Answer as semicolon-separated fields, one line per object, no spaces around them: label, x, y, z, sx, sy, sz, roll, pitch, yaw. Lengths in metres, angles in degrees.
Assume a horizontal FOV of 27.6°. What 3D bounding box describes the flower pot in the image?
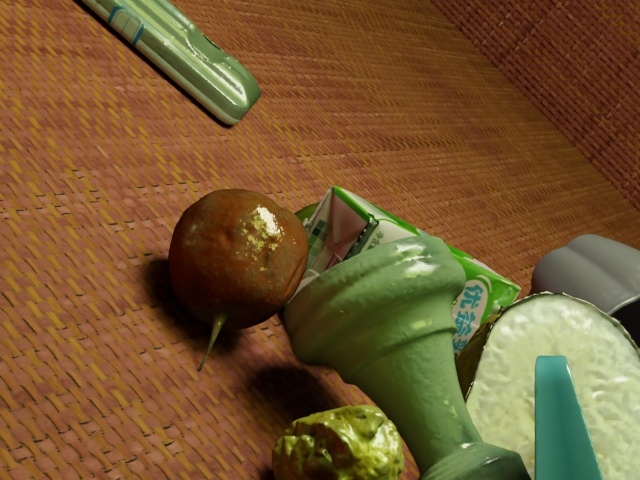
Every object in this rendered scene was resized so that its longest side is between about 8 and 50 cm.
flower pot;0.440;0.127;1.976;0.265;0.265;0.243;29;10;-32

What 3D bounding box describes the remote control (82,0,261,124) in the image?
remote control;-0.222;-0.296;1.815;0.335;0.065;0.128;41;19;-7

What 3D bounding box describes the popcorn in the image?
popcorn;0.017;0.208;1.199;0.121;0.116;0.106;1;69;-9

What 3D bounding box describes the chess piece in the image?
chess piece;0.104;0.163;1.299;0.195;0.195;0.299;3;57;-59

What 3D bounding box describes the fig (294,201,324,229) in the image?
fig;0.000;0.000;1.612;0.155;0.109;0.103;8;55;-13

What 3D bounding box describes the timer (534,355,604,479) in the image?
timer;0.251;0.249;1.221;0.232;0.091;0.249;56;30;-60

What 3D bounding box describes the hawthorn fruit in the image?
hawthorn fruit;-0.083;0.025;1.329;0.149;0.149;0.189;35;18;-19

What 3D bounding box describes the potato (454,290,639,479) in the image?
potato;0.247;0.233;1.472;0.247;0.196;0.299;19;59;3

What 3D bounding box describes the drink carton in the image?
drink carton;0.088;0.065;1.526;0.271;0.161;0.108;25;8;-38
